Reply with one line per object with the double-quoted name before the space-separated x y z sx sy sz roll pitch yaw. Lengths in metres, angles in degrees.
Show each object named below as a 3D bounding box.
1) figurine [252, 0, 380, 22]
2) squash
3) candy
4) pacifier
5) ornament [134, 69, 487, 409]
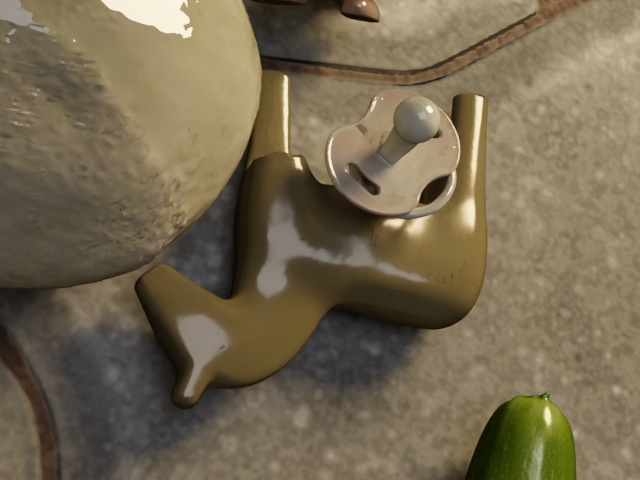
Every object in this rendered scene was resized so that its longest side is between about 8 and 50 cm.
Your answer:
"figurine" 0.007 -0.222 0.799 0.125 0.125 0.138 6 89 -21
"squash" 0.107 0.237 0.724 0.082 0.082 0.292 25 67 -14
"candy" -0.171 -0.109 0.653 0.295 0.185 0.295 9 67 -20
"pacifier" 0.054 -0.059 0.723 0.081 0.078 0.099 43 59 6
"ornament" 0.000 0.000 0.758 0.230 0.061 0.245 12 67 -18
